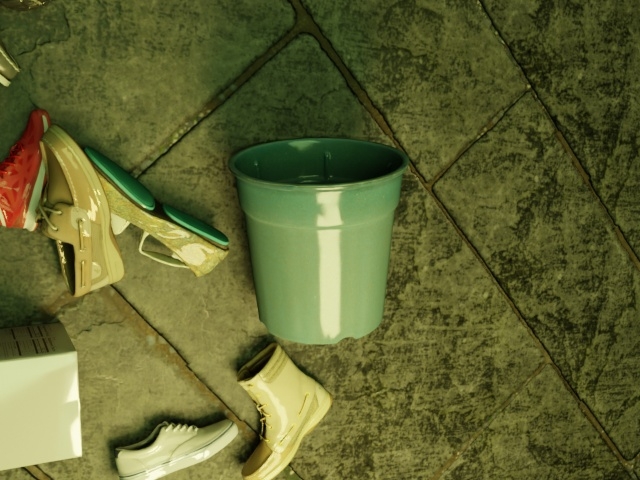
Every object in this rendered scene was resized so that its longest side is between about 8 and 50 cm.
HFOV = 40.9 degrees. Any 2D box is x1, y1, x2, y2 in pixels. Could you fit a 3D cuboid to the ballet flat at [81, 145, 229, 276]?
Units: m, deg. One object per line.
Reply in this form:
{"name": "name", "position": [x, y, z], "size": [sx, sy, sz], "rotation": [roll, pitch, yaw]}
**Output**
{"name": "ballet flat", "position": [-0.333, -0.039, 1.619], "size": [0.348, 0.123, 0.123], "rotation": [35, 86, -26]}

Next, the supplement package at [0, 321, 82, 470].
{"name": "supplement package", "position": [-0.574, 0.277, 1.520], "size": [0.262, 0.198, 0.199], "rotation": [-5, 102, -23]}

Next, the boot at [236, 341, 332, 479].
{"name": "boot", "position": [-0.118, 0.365, 1.802], "size": [0.262, 0.095, 0.203], "rotation": [-48, 117, -15]}

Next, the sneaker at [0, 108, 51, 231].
{"name": "sneaker", "position": [-0.550, -0.129, 1.511], "size": [0.128, 0.087, 0.221], "rotation": [6, 97, -27]}

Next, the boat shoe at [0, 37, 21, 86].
{"name": "boat shoe", "position": [-0.593, -0.400, 1.420], "size": [0.091, 0.109, 0.305], "rotation": [-37, 110, -8]}

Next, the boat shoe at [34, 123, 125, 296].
{"name": "boat shoe", "position": [-0.438, -0.040, 1.509], "size": [0.110, 0.121, 0.341], "rotation": [-29, 132, -26]}

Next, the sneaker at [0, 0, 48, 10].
{"name": "sneaker", "position": [-0.455, -0.538, 1.463], "size": [0.147, 0.130, 0.330], "rotation": [35, 81, -13]}

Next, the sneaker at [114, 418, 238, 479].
{"name": "sneaker", "position": [-0.291, 0.410, 1.738], "size": [0.258, 0.094, 0.091], "rotation": [-21, 98, -25]}

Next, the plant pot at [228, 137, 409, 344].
{"name": "plant pot", "position": [0.000, 0.000, 1.672], "size": [0.341, 0.341, 0.334], "rotation": [-11, 113, -22]}
